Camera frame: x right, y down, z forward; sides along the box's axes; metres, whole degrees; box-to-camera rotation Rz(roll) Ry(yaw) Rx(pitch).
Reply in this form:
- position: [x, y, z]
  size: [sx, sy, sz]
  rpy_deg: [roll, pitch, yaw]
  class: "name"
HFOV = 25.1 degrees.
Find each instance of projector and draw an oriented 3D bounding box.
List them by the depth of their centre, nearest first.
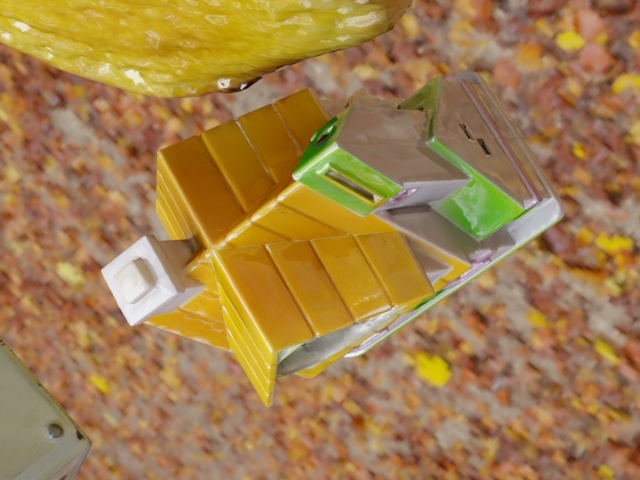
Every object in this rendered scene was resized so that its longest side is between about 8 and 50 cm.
- position: [-0.208, 0.109, 0.733]
  size: [0.115, 0.147, 0.061]
  rpy_deg: [45, 140, 12]
  class: "projector"

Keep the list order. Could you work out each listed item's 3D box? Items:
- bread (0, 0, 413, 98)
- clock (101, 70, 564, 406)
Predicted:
- position: [-0.081, -0.222, 0.813]
  size: [0.337, 0.204, 0.358]
  rpy_deg: [24, 155, -35]
  class: "bread"
- position: [0.000, -0.001, 1.004]
  size: [0.235, 0.309, 0.166]
  rpy_deg: [-37, 75, 26]
  class: "clock"
